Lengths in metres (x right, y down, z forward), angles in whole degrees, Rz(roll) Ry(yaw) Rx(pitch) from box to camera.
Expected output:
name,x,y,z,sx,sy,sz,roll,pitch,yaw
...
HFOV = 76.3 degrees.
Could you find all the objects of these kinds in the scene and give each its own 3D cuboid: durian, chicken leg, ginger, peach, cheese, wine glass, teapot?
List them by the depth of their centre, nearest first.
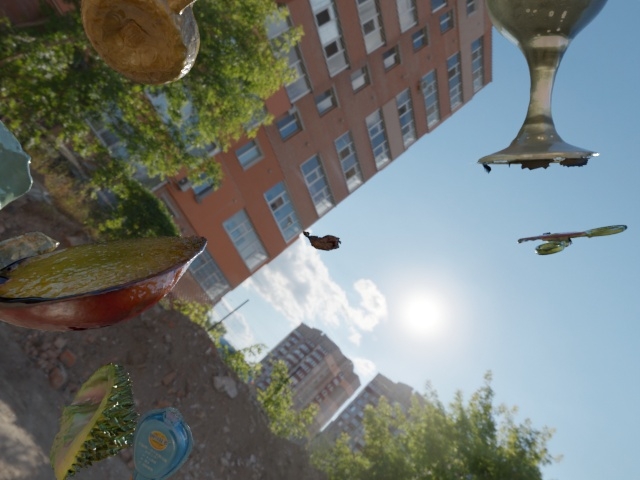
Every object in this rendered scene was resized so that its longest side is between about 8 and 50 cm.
name,x,y,z,sx,sy,sz,roll,pitch,yaw
cheese,-0.132,0.175,0.316,0.047,0.111,0.017,29,11,10
wine glass,0.249,-0.237,0.460,0.143,0.144,0.320,15,-71,56
peach,-0.270,0.049,0.530,0.189,0.280,0.068,22,-65,39
ginger,-0.576,0.033,0.744,0.096,0.190,0.068,-24,-84,25
teapot,-0.315,-0.420,0.768,0.312,0.166,0.203,-18,-46,28
chicken leg,0.001,0.002,0.822,0.083,0.036,0.021,10,-27,10
durian,-0.493,0.370,0.885,0.352,0.169,0.158,-1,-82,60

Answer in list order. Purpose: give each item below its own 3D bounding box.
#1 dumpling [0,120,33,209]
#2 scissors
name,x,y,z,sx,sy,sz,roll,pitch,yaw
dumpling,-0.576,-0.071,0.476,0.212,0.320,0.269,-6,-52,18
scissors,0.404,-0.004,0.694,0.187,0.134,0.019,-17,90,-87
